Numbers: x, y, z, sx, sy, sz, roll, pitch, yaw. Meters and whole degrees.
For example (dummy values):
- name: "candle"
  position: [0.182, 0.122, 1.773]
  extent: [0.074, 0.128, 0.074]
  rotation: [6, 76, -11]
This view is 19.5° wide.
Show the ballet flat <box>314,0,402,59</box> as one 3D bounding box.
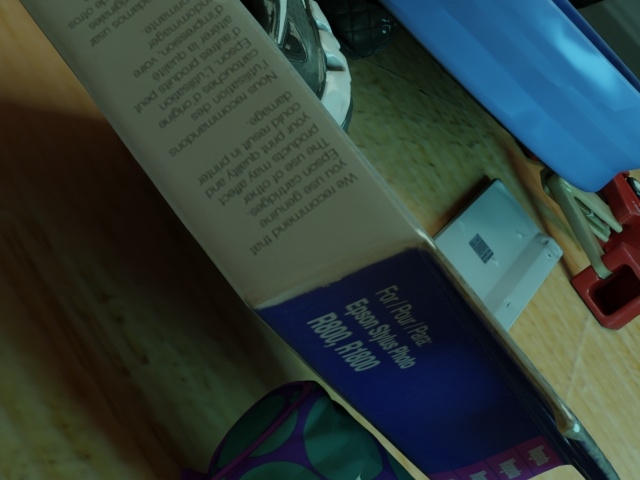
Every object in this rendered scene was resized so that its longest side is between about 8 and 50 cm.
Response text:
- name: "ballet flat"
  position: [-0.007, -0.195, 1.213]
  extent: [0.173, 0.049, 0.057]
  rotation: [53, 21, -2]

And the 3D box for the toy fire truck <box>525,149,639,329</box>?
- name: "toy fire truck"
  position: [0.196, -0.025, 1.355]
  extent: [0.135, 0.047, 0.192]
  rotation: [6, 49, -59]

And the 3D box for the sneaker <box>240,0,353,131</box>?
- name: "sneaker"
  position: [-0.056, -0.153, 1.018]
  extent: [0.106, 0.078, 0.234]
  rotation: [29, 33, -48]

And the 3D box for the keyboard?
- name: "keyboard"
  position: [0.106, 0.014, 1.169]
  extent: [0.072, 0.014, 0.256]
  rotation: [47, 21, 2]

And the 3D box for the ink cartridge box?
- name: "ink cartridge box"
  position: [0.000, 0.000, 0.736]
  extent: [0.330, 0.071, 0.324]
  rotation: [54, 2, 25]

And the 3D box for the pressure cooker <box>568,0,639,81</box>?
- name: "pressure cooker"
  position: [0.448, -0.231, 1.742]
  extent: [0.420, 0.370, 0.375]
  rotation: [45, 6, -18]

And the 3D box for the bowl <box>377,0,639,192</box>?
- name: "bowl"
  position: [0.082, -0.187, 1.233]
  extent: [0.391, 0.077, 0.391]
  rotation: [45, 12, -12]

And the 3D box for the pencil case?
- name: "pencil case"
  position: [0.020, 0.125, 0.747]
  extent: [0.151, 0.070, 0.064]
  rotation: [47, 16, -12]
